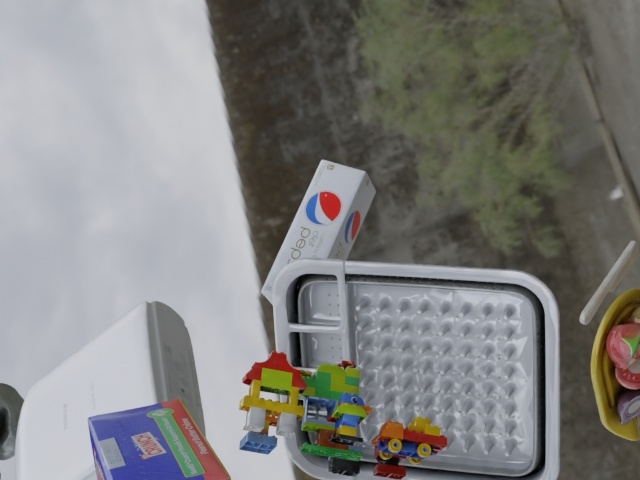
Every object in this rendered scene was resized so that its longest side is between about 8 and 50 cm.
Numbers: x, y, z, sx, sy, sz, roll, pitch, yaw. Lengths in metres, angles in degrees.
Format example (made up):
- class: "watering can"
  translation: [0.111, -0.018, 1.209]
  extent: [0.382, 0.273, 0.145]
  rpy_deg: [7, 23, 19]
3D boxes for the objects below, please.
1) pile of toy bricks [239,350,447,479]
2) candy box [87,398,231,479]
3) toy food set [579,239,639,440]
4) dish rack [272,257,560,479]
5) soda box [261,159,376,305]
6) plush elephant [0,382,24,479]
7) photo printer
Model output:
- class: "pile of toy bricks"
  translation: [0.016, 0.169, 1.179]
  extent: [0.118, 0.212, 0.105]
  rpy_deg: [125, 154, -58]
- class: "candy box"
  translation: [-0.154, 0.359, 1.224]
  extent: [0.268, 0.122, 0.317]
  rpy_deg: [-148, 48, -71]
- class: "toy food set"
  translation: [0.350, 0.124, 1.226]
  extent: [0.128, 0.071, 0.217]
  rpy_deg: [-44, -50, -29]
- class: "dish rack"
  translation: [0.116, 0.152, 1.345]
  extent: [0.072, 0.333, 0.285]
  rpy_deg: [-41, -50, -63]
- class: "soda box"
  translation: [0.000, 0.000, 1.613]
  extent: [0.216, 0.074, 0.069]
  rpy_deg: [-66, -24, -16]
- class: "plush elephant"
  translation: [-0.624, 0.365, 1.903]
  extent: [0.272, 0.330, 0.255]
  rpy_deg: [1, -88, -63]
- class: "photo printer"
  translation: [-0.312, 0.261, 1.636]
  extent: [0.107, 0.308, 0.256]
  rpy_deg: [38, -156, -38]
